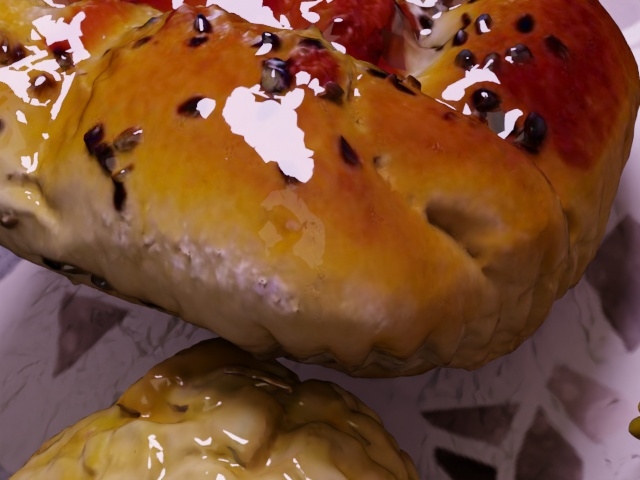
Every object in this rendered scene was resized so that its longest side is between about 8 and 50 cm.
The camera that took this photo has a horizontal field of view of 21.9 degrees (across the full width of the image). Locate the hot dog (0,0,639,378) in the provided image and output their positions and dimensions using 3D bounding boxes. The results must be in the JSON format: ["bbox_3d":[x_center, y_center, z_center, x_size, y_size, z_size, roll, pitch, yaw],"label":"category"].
[{"bbox_3d":[-0.017,-0.076,0.911,0.365,0.196,0.367,30,46,22],"label":"hot dog"}]

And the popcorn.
[{"bbox_3d":[-0.054,0.177,0.874,0.250,0.190,0.250,12,114,29],"label":"popcorn"}]

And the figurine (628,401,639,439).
[{"bbox_3d":[0.225,0.180,0.805,0.215,0.215,0.228,21,54,23],"label":"figurine"}]
